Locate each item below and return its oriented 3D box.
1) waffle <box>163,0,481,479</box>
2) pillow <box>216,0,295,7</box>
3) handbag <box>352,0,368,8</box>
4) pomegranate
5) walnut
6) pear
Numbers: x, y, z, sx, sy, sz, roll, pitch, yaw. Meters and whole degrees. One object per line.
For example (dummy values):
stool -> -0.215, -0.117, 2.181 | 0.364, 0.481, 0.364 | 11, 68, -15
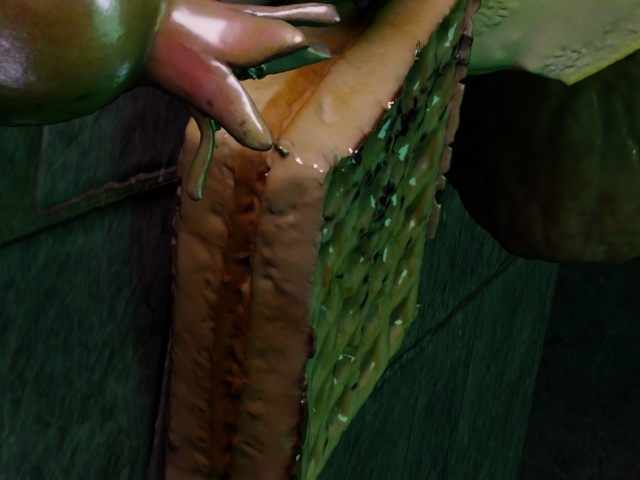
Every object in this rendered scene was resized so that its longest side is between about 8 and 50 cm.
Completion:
waffle -> 0.001, 0.000, 1.211 | 0.261, 0.114, 0.376 | -51, 158, -42
pillow -> -0.023, -0.185, 1.191 | 0.208, 0.053, 0.119 | 29, 75, -72
handbag -> 0.000, -0.334, 0.978 | 0.329, 0.122, 0.303 | -66, 152, -23
pomegranate -> -0.091, -0.103, 0.756 | 0.131, 0.191, 0.152 | 111, 4, -55
walnut -> 0.270, -0.142, 1.854 | 0.344, 0.306, 0.306 | 80, 27, -59
pear -> 0.167, -0.260, 1.302 | 0.176, 0.282, 0.286 | -96, -167, -45
